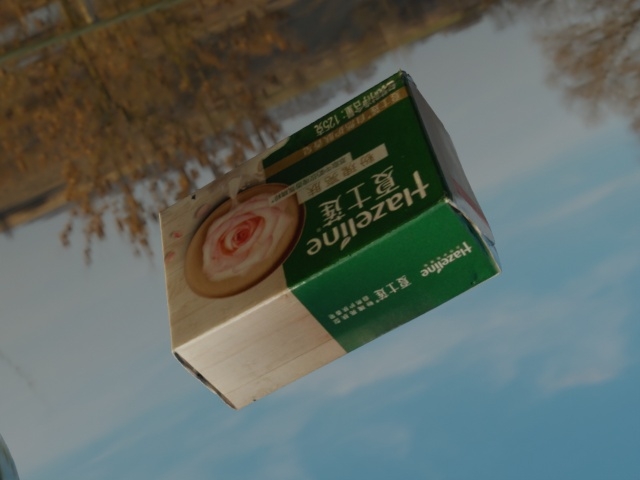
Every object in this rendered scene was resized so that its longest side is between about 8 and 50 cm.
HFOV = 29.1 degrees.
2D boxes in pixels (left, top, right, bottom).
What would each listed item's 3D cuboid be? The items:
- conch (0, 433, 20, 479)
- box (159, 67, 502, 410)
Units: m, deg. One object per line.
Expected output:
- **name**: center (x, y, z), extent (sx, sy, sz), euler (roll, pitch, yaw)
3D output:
- **conch**: center (-0.307, 0.175, 0.851), extent (0.149, 0.182, 0.275), euler (-30, 141, 34)
- **box**: center (0.000, 0.000, 0.780), extent (0.199, 0.081, 0.135), euler (-31, -140, 15)
